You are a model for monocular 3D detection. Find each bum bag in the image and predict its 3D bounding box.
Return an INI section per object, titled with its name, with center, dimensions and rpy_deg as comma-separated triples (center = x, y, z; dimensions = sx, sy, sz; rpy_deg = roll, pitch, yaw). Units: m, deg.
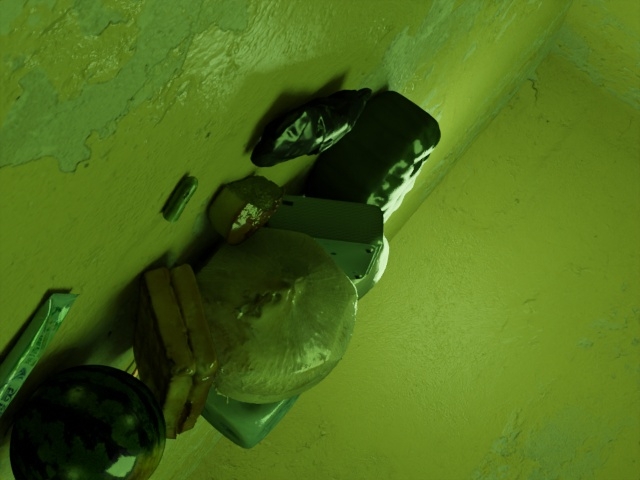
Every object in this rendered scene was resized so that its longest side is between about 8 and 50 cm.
[bum bag]
center = -0.002, -0.215, 1.561
dimensions = 0.144, 0.095, 0.340
rpy_deg = -40, 175, 33

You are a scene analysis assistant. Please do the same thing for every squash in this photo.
[squash]
center = -0.221, -0.068, 1.337
dimensions = 0.083, 0.027, 0.027
rpy_deg = -56, 168, 21

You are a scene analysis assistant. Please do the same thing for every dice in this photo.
[dice]
center = -0.202, 0.386, 2.287
dimensions = 0.268, 0.262, 0.264
rpy_deg = -45, 167, -23

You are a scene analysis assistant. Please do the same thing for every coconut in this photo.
[coconut]
center = -0.105, 0.139, 1.667
dimensions = 0.346, 0.346, 0.360
rpy_deg = -44, 168, -31

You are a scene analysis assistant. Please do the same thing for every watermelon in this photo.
[watermelon]
center = -0.391, 0.335, 1.419
dimensions = 0.269, 0.269, 0.269
rpy_deg = -48, 169, -13

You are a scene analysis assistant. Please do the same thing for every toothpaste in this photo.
[toothpaste]
center = -0.457, 0.197, 1.239
dimensions = 0.297, 0.048, 0.075
rpy_deg = -55, 166, 3

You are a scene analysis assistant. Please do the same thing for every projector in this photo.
[projector]
center = 0.000, 0.000, 1.859
dimensions = 0.198, 0.250, 0.108
rpy_deg = 108, -14, -64

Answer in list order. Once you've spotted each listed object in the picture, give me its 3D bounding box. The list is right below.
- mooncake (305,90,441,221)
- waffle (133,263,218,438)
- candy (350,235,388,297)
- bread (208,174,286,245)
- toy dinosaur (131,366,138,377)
[mooncake]
center = 0.129, -0.172, 1.984
dimensions = 0.351, 0.187, 0.351
rpy_deg = -47, 170, -10
[waffle]
center = -0.276, 0.212, 1.550
dimensions = 0.098, 0.224, 0.327
rpy_deg = -9, 150, -21
[candy]
center = 0.011, 0.102, 2.160
dimensions = 0.386, 0.186, 0.427
rpy_deg = -38, -174, -29
[bread]
center = -0.141, -0.052, 1.554
dimensions = 0.125, 0.086, 0.156
rpy_deg = -56, 167, 32
[toy dinosaur]
center = -0.432, 0.333, 1.764
dimensions = 0.279, 0.055, 0.101
rpy_deg = -57, 177, 23
